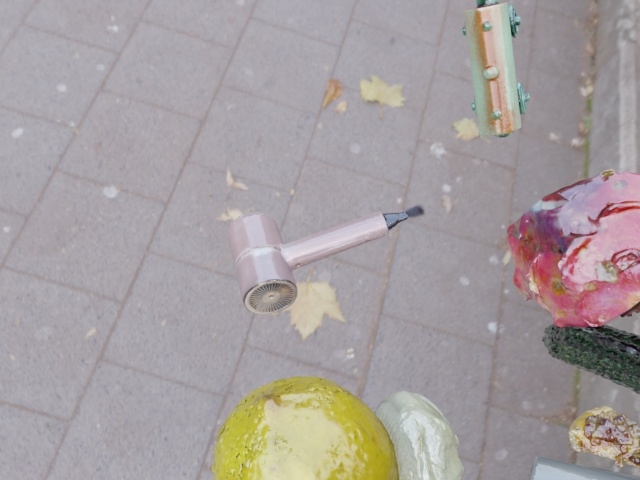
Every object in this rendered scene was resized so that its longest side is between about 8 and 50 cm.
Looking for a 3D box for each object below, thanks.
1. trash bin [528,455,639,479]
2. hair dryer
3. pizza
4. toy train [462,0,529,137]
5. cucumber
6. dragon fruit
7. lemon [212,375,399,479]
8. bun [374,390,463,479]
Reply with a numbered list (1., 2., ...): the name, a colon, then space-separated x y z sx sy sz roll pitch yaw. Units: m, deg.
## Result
1. trash bin: 0.324 0.351 0.770 0.250 0.219 0.219 12 52 17
2. hair dryer: 0.000 0.000 1.433 0.344 0.106 0.189 -19 49 0
3. pizza: 0.600 0.396 1.499 0.154 0.069 0.194 -11 24 -42
4. toy train: 0.336 -0.332 1.454 0.116 0.285 0.177 -4 17 19
5. cucumber: 0.375 0.147 1.005 0.077 0.265 0.077 -2 97 -18
6. dragon fruit: 0.354 0.016 0.986 0.126 0.274 0.161 31 41 -31
7. lemon: -0.015 0.334 1.068 0.310 0.258 0.258 52 51 -33
8. bun: 0.176 0.366 1.311 0.134 0.220 0.220 -6 62 -13
